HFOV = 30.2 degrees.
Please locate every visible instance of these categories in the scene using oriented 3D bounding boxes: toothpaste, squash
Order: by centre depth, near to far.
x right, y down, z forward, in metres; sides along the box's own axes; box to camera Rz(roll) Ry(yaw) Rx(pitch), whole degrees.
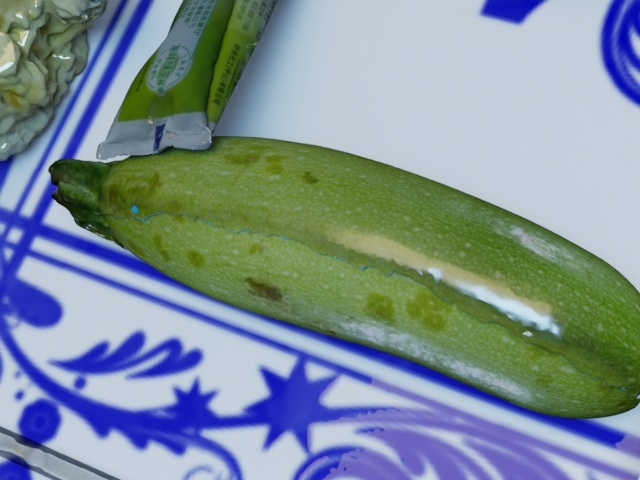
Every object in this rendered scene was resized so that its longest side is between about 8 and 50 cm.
[{"bbox_3d":[0.000,0.000,0.574,0.341,0.094,0.094,18,76,21],"label":"squash"},{"bbox_3d":[-0.045,-0.142,0.638,0.078,0.047,0.248,-3,52,34],"label":"toothpaste"}]

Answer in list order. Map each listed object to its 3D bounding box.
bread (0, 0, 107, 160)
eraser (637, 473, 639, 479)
[{"bbox_3d":[-0.262,-0.090,0.635,0.192,0.171,0.314,38,82,20],"label":"bread"},{"bbox_3d":[0.144,0.166,0.478,0.076,0.078,0.298,20,76,21],"label":"eraser"}]
